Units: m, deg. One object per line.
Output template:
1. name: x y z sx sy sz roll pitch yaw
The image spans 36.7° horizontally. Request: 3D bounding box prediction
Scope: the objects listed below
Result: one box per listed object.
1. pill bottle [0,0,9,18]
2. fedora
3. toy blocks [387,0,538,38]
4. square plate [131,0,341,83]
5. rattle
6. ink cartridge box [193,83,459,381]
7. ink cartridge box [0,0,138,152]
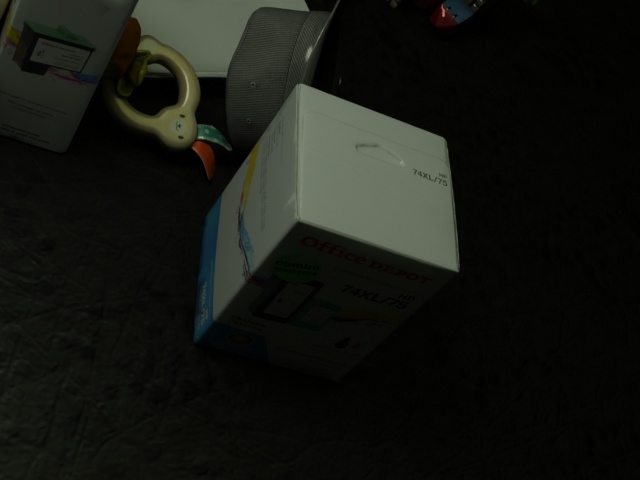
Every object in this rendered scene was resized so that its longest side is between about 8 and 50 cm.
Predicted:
1. pill bottle: -0.458 -0.351 1.073 0.229 0.229 0.407 11 44 -27
2. fedora: -0.049 -0.210 1.275 0.124 0.275 0.243 15 32 7
3. toy blocks: 0.190 -0.516 1.720 0.261 0.191 0.381 -38 86 -33
4. square plate: -0.174 -0.359 1.429 0.344 0.049 0.347 -5 60 -35
5. rattle: -0.176 -0.176 1.201 0.199 0.143 0.130 53 51 -2
6. ink cartridge box: 0.000 0.000 1.111 0.198 0.270 0.197 18 49 -21
7. ink cartridge box: -0.296 -0.271 1.117 0.117 0.278 0.201 17 49 -23
